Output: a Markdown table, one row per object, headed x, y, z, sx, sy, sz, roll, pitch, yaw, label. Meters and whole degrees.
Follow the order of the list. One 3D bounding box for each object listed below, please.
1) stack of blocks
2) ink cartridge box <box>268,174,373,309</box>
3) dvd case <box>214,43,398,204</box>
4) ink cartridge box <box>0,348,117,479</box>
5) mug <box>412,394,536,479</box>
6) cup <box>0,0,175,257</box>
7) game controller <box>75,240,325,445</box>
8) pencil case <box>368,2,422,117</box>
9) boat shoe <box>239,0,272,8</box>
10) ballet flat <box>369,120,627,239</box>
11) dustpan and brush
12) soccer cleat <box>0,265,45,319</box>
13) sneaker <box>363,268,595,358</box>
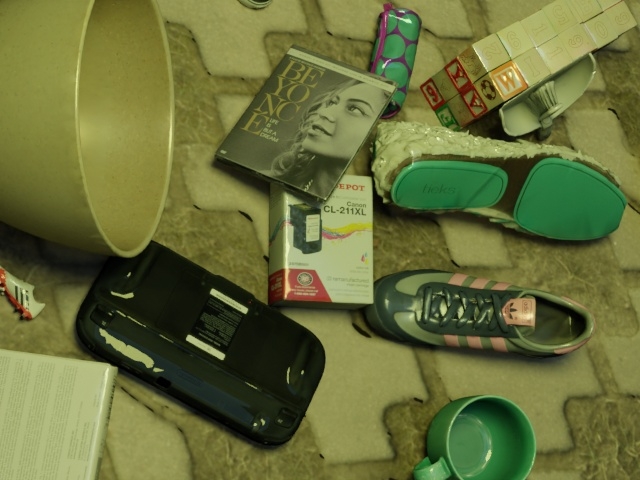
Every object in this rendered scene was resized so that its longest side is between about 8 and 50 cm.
| x | y | z | sx | sy | sz | roll | pitch | yaw | label |
| --- | --- | --- | --- | --- | --- | --- | --- | --- | --- |
| 0.311 | -0.273 | 1.497 | 0.297 | 0.171 | 0.087 | -30 | 90 | -22 | stack of blocks |
| 0.000 | 0.000 | 1.385 | 0.127 | 0.072 | 0.175 | 3 | 78 | -18 | ink cartridge box |
| -0.016 | -0.160 | 1.386 | 0.164 | 0.018 | 0.221 | 23 | 59 | 15 | dvd case |
| -0.368 | 0.222 | 1.236 | 0.224 | 0.056 | 0.181 | 7 | 76 | 2 | ink cartridge box |
| 0.194 | 0.270 | 1.383 | 0.157 | 0.097 | 0.130 | 11 | 76 | -16 | mug |
| -0.328 | -0.147 | 1.201 | 0.236 | 0.331 | 0.331 | 1 | 77 | 8 | cup |
| -0.144 | 0.127 | 1.325 | 0.319 | 0.067 | 0.167 | 31 | 56 | -11 | game controller |
| 0.098 | -0.254 | 1.477 | 0.070 | 0.064 | 0.152 | 28 | 69 | -38 | pencil case |
| -0.135 | -0.424 | 1.425 | 0.080 | 0.076 | 0.229 | -34 | 91 | -22 | boat shoe |
| 0.249 | -0.101 | 1.460 | 0.408 | 0.147 | 0.147 | 9 | 76 | -26 | ballet flat |
| 0.317 | -0.182 | 1.469 | 0.147 | 0.211 | 0.060 | -32 | 85 | 2 | dustpan and brush |
| -0.371 | 0.058 | 1.271 | 0.035 | 0.029 | 0.083 | -38 | 96 | -31 | soccer cleat |
| 0.222 | 0.093 | 1.411 | 0.318 | 0.131 | 0.112 | 7 | 77 | -17 | sneaker |
